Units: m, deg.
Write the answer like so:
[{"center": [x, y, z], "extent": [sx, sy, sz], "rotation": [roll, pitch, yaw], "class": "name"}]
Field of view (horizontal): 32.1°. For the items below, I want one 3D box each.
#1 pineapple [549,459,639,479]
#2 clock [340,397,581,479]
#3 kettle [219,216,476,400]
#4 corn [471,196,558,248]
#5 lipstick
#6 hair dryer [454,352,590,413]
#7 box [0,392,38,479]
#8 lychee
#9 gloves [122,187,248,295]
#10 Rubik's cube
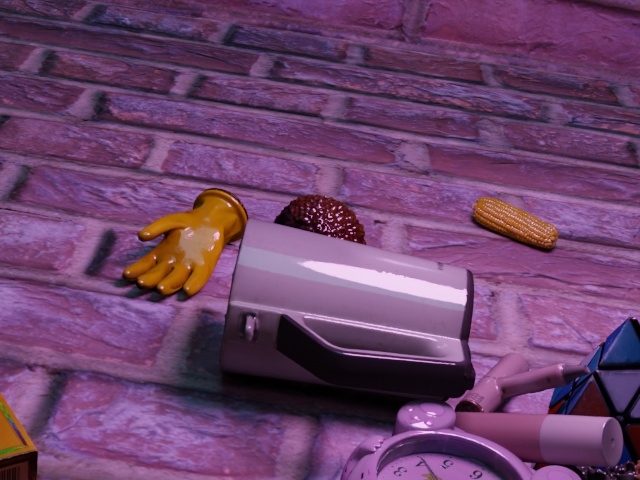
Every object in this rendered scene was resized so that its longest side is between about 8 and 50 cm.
[{"center": [0.429, 0.352, 1.590], "extent": [0.237, 0.111, 0.119], "rotation": [2, -15, 3], "class": "pineapple"}, {"center": [0.161, 0.361, 1.475], "extent": [0.295, 0.113, 0.322], "rotation": [26, 33, 31], "class": "clock"}, {"center": [0.043, 0.131, 1.727], "extent": [0.377, 0.250, 0.361], "rotation": [11, 12, -1], "class": "kettle"}, {"center": [0.416, -0.039, 2.388], "extent": [0.206, 0.067, 0.067], "rotation": [24, 31, 29], "class": "corn"}, {"center": [0.301, 0.284, 1.596], "extent": [0.254, 0.070, 0.070], "rotation": [-5, 13, 40], "class": "lipstick"}, {"center": [0.340, 0.210, 1.757], "extent": [0.220, 0.053, 0.195], "rotation": [-29, 2, 36], "class": "hair dryer"}, {"center": [-0.546, 0.287, 1.444], "extent": [0.301, 0.084, 0.193], "rotation": [-11, 32, -33], "class": "box"}, {"center": [0.000, 0.000, 2.074], "extent": [0.188, 0.188, 0.188], "rotation": [7, 27, -3], "class": "lychee"}, {"center": [-0.249, 0.018, 2.061], "extent": [0.133, 0.116, 0.294], "rotation": [11, 32, 21], "class": "gloves"}, {"center": [0.484, 0.301, 1.752], "extent": [0.234, 0.284, 0.250], "rotation": [32, -4, 4], "class": "Rubik's cube"}]
